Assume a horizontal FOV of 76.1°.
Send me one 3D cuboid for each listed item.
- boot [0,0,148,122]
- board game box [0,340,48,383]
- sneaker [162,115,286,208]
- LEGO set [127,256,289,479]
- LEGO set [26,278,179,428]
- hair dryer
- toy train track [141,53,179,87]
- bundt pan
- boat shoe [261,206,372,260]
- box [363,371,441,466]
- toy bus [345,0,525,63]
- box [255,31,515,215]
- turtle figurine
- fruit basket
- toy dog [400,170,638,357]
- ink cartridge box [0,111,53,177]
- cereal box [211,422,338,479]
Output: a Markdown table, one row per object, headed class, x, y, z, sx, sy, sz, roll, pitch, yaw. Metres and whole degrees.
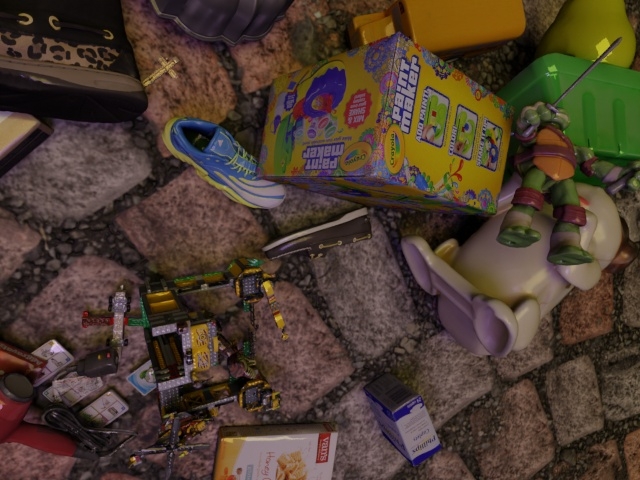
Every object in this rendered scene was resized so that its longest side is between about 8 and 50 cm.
| class | x | y | z | sx | sy | sz | roll | pitch | yaw |
| --- | --- | --- | --- | --- | --- | --- | --- | --- | --- |
| boot | -0.424 | -0.321 | 0.519 | 0.378 | 0.138 | 0.284 | -1 | 80 | -41 |
| board game box | -0.568 | 0.274 | 0.621 | 0.145 | 0.027 | 0.281 | 34 | 90 | -20 |
| sneaker | -0.156 | -0.127 | 0.698 | 0.240 | 0.126 | 0.091 | 28 | 85 | -19 |
| LEGO set | -0.162 | 0.196 | 0.652 | 0.255 | 0.192 | 0.331 | 1 | 104 | -30 |
| LEGO set | -0.352 | 0.194 | 0.710 | 0.244 | 0.060 | 0.182 | -37 | 111 | -6 |
| hair dryer | -0.441 | 0.296 | 0.615 | 0.294 | 0.080 | 0.223 | -8 | 112 | -25 |
| toy train track | -0.277 | -0.288 | 0.700 | 0.083 | 0.014 | 0.048 | -44 | 107 | -11 |
| bundt pan | -0.151 | -0.488 | 0.627 | 0.331 | 0.124 | 0.330 | -3 | 96 | -35 |
| boat shoe | 0.000 | 0.000 | 0.789 | 0.228 | 0.081 | 0.068 | -21 | 97 | -20 |
| box | 0.168 | 0.370 | 0.858 | 0.072 | 0.126 | 0.137 | -27 | 103 | -17 |
| toy bus | 0.225 | -0.413 | 0.807 | 0.333 | 0.130 | 0.108 | -17 | 100 | -18 |
| box | 0.096 | -0.155 | 0.664 | 0.279 | 0.290 | 0.176 | 9 | 92 | -38 |
| turtle figurine | 0.375 | -0.113 | 0.595 | 0.198 | 0.275 | 0.266 | 29 | 73 | -38 |
| fruit basket | 0.521 | -0.312 | 0.861 | 0.392 | 0.283 | 0.391 | 6 | 71 | -18 |
| toy dog | 0.439 | 0.049 | 0.834 | 0.408 | 0.284 | 0.395 | -34 | 126 | -7 |
| ink cartridge box | -0.553 | -0.184 | 0.571 | 0.234 | 0.088 | 0.193 | 46 | 78 | -18 |
| cereal box | -0.091 | 0.459 | 0.814 | 0.240 | 0.047 | 0.172 | 7 | 92 | -20 |
